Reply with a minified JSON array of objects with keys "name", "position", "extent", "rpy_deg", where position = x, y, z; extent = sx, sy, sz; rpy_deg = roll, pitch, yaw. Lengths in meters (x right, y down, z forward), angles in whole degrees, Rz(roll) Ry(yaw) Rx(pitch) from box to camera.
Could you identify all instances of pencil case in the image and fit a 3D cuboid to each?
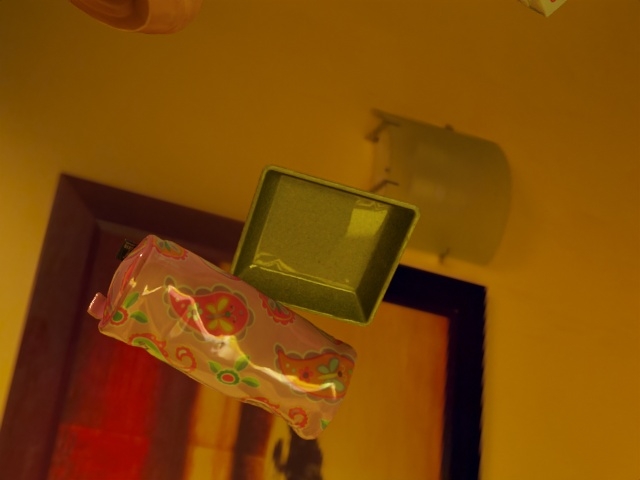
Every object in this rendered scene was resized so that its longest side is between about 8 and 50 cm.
[{"name":"pencil case","position":[-0.101,0.104,1.019],"extent":[0.124,0.284,0.124],"rpy_deg":[-53,-162,25]}]

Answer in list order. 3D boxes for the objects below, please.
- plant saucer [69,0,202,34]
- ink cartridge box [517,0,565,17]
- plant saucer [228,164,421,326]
[{"name":"plant saucer","position":[-0.175,-0.225,0.694],"extent":[0.037,0.200,0.200],"rpy_deg":[-51,-166,-20]},{"name":"ink cartridge box","position":[0.260,-0.369,1.059],"extent":[0.176,0.128,0.127],"rpy_deg":[-41,-134,-2]},{"name":"plant saucer","position":[0.000,0.000,1.123],"extent":[0.045,0.188,0.188],"rpy_deg":[-87,-165,-55]}]
